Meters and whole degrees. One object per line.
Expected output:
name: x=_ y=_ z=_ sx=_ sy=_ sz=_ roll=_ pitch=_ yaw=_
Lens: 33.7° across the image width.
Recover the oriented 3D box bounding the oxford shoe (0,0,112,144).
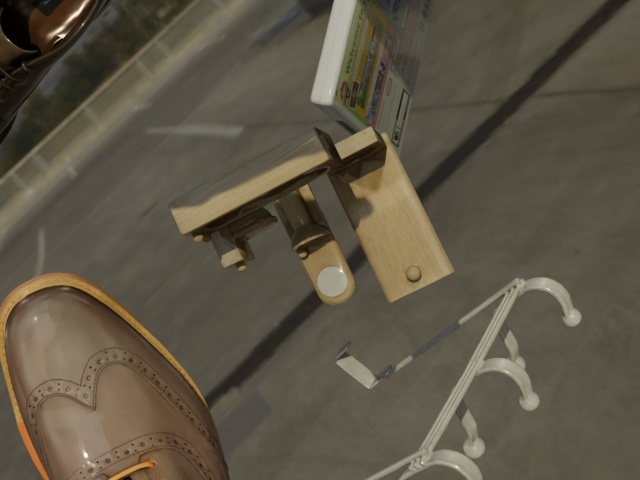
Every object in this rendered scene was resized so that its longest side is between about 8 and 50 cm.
oxford shoe: x=-0.221 y=-0.117 z=0.691 sx=0.227 sy=0.083 sz=0.096 roll=-52 pitch=16 yaw=1

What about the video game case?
video game case: x=0.057 y=-0.197 z=0.976 sx=0.193 sy=0.023 sz=0.212 roll=28 pitch=-106 yaw=-66

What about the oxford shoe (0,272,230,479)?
oxford shoe: x=-0.113 y=0.186 z=0.747 sx=0.130 sy=0.363 sz=0.133 roll=-31 pitch=8 yaw=-11

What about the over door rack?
over door rack: x=0.091 y=0.178 z=1.022 sx=0.324 sy=0.108 sz=0.239 roll=-28 pitch=19 yaw=49

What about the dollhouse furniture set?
dollhouse furniture set: x=0.000 y=0.000 z=0.767 sx=0.144 sy=0.123 sz=0.151 roll=-27 pitch=-6 yaw=10
